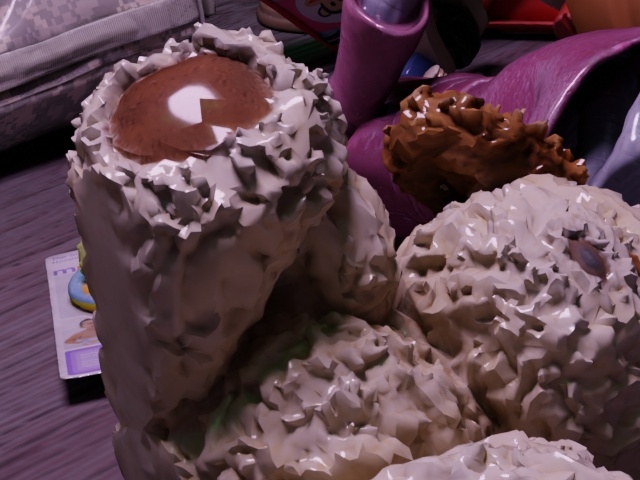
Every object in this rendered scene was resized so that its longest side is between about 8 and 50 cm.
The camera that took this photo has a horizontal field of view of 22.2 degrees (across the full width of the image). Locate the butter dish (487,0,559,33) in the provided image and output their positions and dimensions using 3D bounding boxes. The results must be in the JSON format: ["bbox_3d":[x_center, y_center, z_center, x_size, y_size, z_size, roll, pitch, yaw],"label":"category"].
[{"bbox_3d":[0.219,-0.251,1.430,0.160,0.118,0.160,6,25,37],"label":"butter dish"}]

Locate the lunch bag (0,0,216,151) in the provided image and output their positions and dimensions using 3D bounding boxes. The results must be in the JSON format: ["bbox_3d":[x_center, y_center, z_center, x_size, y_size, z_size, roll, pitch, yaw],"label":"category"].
[{"bbox_3d":[-0.269,-0.177,1.317,0.305,0.212,0.256,-23,30,-26],"label":"lunch bag"}]

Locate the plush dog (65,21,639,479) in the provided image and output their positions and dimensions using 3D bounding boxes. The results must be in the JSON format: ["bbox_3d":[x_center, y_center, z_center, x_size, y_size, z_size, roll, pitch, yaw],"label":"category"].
[{"bbox_3d":[0.050,0.057,0.567,0.225,0.210,0.262,-20,59,-29],"label":"plush dog"}]

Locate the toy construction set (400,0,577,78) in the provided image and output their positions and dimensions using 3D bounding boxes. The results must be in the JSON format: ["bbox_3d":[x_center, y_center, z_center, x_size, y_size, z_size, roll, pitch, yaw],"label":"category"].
[{"bbox_3d":[0.110,-0.252,1.161,0.309,0.237,0.257,-46,18,-1],"label":"toy construction set"}]

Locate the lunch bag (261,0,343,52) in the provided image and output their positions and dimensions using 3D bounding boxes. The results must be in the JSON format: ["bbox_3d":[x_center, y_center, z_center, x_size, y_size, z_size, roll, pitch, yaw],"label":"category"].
[{"bbox_3d":[0.055,-0.298,1.336,0.293,0.258,0.120,-32,50,27],"label":"lunch bag"}]

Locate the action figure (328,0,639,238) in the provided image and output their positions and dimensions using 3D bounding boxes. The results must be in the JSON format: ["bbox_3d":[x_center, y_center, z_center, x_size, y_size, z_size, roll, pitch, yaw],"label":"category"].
[{"bbox_3d":[0.099,-0.028,0.879,0.370,0.248,0.276,8,61,53],"label":"action figure"}]

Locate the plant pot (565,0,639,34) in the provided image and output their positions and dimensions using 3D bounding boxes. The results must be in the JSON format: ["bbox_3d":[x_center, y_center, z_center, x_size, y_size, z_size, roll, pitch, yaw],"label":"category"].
[{"bbox_3d":[0.310,-0.169,0.933,0.291,0.291,0.203,-14,24,-13],"label":"plant pot"}]

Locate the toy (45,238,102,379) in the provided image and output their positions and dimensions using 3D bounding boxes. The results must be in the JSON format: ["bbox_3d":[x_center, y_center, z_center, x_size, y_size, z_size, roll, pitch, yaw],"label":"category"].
[{"bbox_3d":[-0.094,0.011,0.961,0.137,0.056,0.237,-11,20,-8],"label":"toy"}]

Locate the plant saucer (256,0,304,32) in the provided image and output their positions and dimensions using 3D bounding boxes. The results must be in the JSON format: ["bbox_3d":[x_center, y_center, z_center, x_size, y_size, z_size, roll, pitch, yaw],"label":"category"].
[{"bbox_3d":[0.069,-0.265,1.651,0.278,0.041,0.278,-9,21,3],"label":"plant saucer"}]
